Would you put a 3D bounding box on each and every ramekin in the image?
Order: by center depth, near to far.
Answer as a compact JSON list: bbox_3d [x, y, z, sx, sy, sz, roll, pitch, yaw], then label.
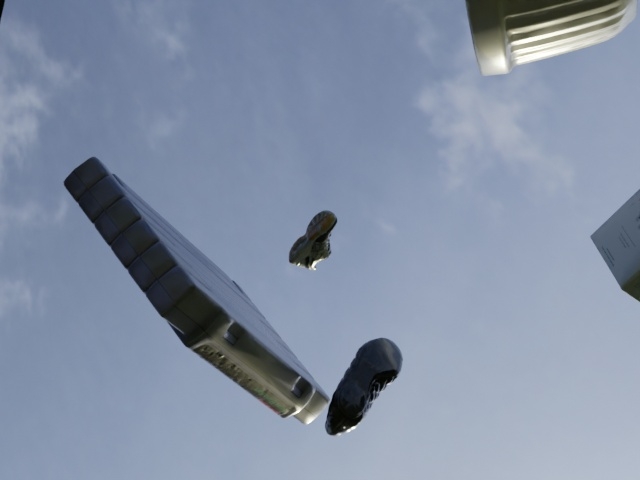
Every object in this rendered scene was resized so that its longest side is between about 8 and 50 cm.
[{"bbox_3d":[0.149,-0.221,0.774,0.109,0.207,0.207,-7,-64,12],"label":"ramekin"}]

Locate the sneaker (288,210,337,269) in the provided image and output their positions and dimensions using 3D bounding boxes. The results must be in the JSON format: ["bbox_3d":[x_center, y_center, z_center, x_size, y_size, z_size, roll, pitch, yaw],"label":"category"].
[{"bbox_3d":[0.000,0.000,1.223,0.037,0.032,0.083,25,-47,-19],"label":"sneaker"}]

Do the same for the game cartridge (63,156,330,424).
[{"bbox_3d":[-0.127,0.070,1.261,0.068,0.230,0.355,-38,-35,2],"label":"game cartridge"}]

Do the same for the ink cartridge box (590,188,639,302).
[{"bbox_3d":[0.464,-0.003,1.454,0.128,0.127,0.176,33,-67,-25],"label":"ink cartridge box"}]

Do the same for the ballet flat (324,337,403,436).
[{"bbox_3d":[0.048,0.165,1.332,0.057,0.173,0.049,43,-54,3],"label":"ballet flat"}]

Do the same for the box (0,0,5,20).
[{"bbox_3d":[-0.506,-0.202,1.179,0.322,0.079,0.257,17,-103,-37],"label":"box"}]
